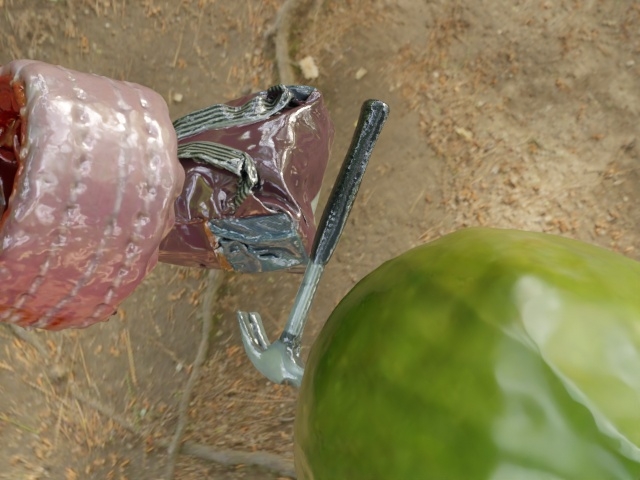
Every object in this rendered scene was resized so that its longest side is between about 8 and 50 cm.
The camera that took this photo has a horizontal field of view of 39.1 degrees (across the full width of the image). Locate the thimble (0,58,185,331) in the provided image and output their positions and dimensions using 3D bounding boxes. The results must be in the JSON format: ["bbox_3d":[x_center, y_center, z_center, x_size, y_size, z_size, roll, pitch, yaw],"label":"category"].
[{"bbox_3d":[-0.194,-0.037,0.661,0.125,0.189,0.163,11,29,-43],"label":"thimble"}]

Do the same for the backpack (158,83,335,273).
[{"bbox_3d":[-0.149,-0.082,1.250,0.317,0.197,0.283,-4,48,18],"label":"backpack"}]

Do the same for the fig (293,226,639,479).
[{"bbox_3d":[0.130,0.114,0.454,0.233,0.314,0.233,-13,110,-38],"label":"fig"}]

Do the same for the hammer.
[{"bbox_3d":[0.000,0.000,0.739,0.029,0.103,0.246,9,102,-53],"label":"hammer"}]
